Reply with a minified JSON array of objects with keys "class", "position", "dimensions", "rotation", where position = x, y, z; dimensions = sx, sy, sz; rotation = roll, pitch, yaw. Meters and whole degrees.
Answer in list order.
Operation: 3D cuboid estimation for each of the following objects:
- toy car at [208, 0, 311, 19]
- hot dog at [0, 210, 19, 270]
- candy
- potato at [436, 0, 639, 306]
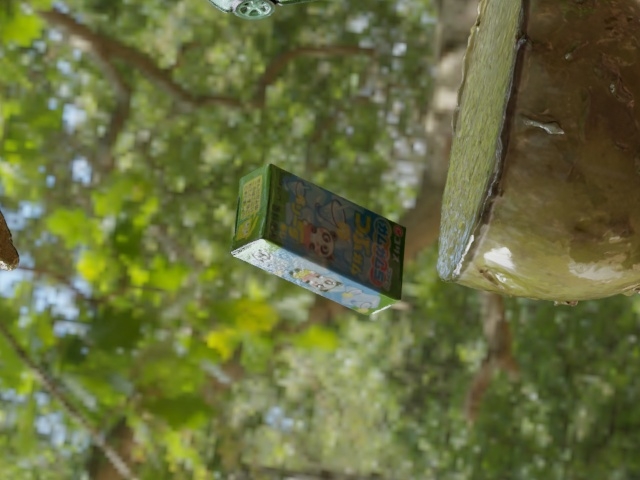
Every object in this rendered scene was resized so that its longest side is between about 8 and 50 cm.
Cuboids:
[{"class":"toy car","position":[-0.004,-0.360,1.888],"dimensions":[0.125,0.306,0.136],"rotation":[71,-167,-67]},{"class":"hot dog","position":[-0.339,-0.006,1.642],"dimensions":[0.034,0.030,0.090],"rotation":[-34,-64,-40]},{"class":"candy","position":[0.000,0.000,1.728],"dimensions":[0.194,0.062,0.097],"rotation":[25,-125,-31]},{"class":"potato","position":[0.333,-0.135,1.939],"dimensions":[0.385,0.319,0.442],"rotation":[115,164,-65]}]
